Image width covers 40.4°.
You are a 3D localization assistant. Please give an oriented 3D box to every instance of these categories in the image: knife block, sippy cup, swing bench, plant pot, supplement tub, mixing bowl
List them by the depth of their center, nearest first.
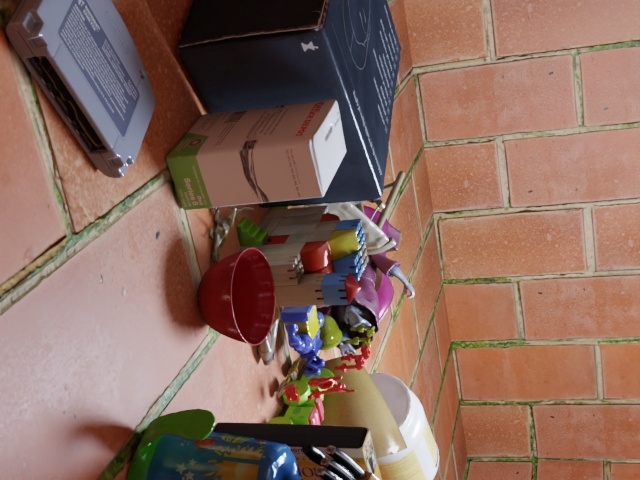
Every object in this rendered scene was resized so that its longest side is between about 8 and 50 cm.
[{"bbox_3d":[-0.157,0.407,1.385,0.305,0.224,0.240,46,43,-63],"label":"sippy cup"},{"bbox_3d":[0.054,0.405,1.404,0.276,0.088,0.242,-18,112,-50],"label":"knife block"},{"bbox_3d":[-0.165,0.106,1.616,0.181,0.098,0.181,-4,90,-68],"label":"mixing bowl"},{"bbox_3d":[0.061,0.416,2.121,0.237,0.237,0.254,20,51,-71],"label":"plant pot"},{"bbox_3d":[0.062,-0.123,2.155,0.253,0.165,0.254,42,43,-32],"label":"swing bench"},{"bbox_3d":[0.184,0.539,2.390,0.331,0.241,0.241,67,26,-45],"label":"supplement tub"}]

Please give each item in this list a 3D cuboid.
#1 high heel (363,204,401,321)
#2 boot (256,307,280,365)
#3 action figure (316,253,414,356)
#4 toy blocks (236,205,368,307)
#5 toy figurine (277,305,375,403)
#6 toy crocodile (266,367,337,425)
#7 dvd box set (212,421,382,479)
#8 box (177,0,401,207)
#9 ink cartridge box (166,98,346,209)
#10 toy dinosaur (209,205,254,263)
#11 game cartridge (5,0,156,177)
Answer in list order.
[{"bbox_3d":[0.133,0.082,2.622,0.181,0.127,0.377,35,52,-31],"label":"high heel"},{"bbox_3d":[-0.110,0.210,1.882,0.118,0.042,0.087,-60,149,-58],"label":"boot"},{"bbox_3d":[0.086,0.116,2.352,0.276,0.248,0.370,40,43,-29],"label":"action figure"},{"bbox_3d":[-0.021,0.027,1.826,0.381,0.261,0.190,-61,143,-60],"label":"toy blocks"},{"bbox_3d":[-0.002,0.187,1.995,0.362,0.191,0.217,-55,133,-65],"label":"toy figurine"},{"bbox_3d":[-0.045,0.412,1.923,0.340,0.105,0.115,-62,144,-58],"label":"toy crocodile"},{"bbox_3d":[-0.017,0.525,1.662,0.062,0.308,0.420,-64,146,-54],"label":"dvd box set"},{"bbox_3d":[-0.033,-0.401,1.823,0.480,0.297,0.471,65,26,-49],"label":"box"},{"bbox_3d":[-0.109,-0.157,1.572,0.198,0.273,0.115,-65,146,-56],"label":"ink cartridge box"},{"bbox_3d":[-0.187,-0.033,1.697,0.092,0.053,0.183,90,18,-45],"label":"toy dinosaur"},{"bbox_3d":[-0.334,-0.258,1.259,0.294,0.060,0.196,66,30,-47],"label":"game cartridge"}]
